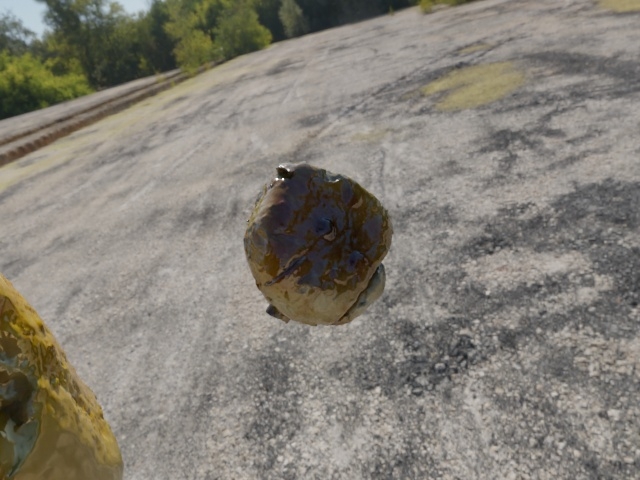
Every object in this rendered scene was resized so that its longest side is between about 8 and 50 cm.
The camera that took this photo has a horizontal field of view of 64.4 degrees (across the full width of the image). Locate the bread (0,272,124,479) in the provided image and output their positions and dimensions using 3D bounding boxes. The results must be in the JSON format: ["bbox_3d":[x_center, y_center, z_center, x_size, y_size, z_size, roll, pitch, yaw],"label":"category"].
[{"bbox_3d":[-0.334,0.127,0.395,0.360,0.395,0.250,21,47,24],"label":"bread"}]

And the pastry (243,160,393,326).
[{"bbox_3d":[0.000,0.000,0.682,0.218,0.229,0.100,-29,-5,-34],"label":"pastry"}]
